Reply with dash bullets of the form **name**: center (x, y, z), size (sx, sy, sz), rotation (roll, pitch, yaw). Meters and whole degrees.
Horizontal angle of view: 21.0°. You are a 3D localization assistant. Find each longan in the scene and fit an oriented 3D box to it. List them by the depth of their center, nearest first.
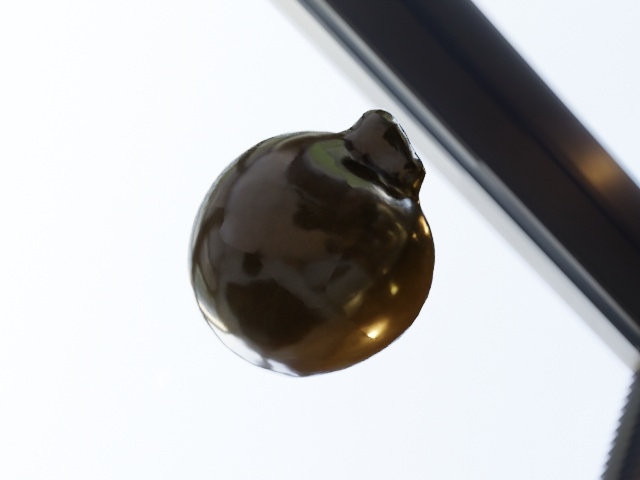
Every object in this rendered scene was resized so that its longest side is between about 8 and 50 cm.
- **longan**: center (0.000, 0.000, 0.712), size (0.119, 0.106, 0.106), rotation (-53, -156, 4)
